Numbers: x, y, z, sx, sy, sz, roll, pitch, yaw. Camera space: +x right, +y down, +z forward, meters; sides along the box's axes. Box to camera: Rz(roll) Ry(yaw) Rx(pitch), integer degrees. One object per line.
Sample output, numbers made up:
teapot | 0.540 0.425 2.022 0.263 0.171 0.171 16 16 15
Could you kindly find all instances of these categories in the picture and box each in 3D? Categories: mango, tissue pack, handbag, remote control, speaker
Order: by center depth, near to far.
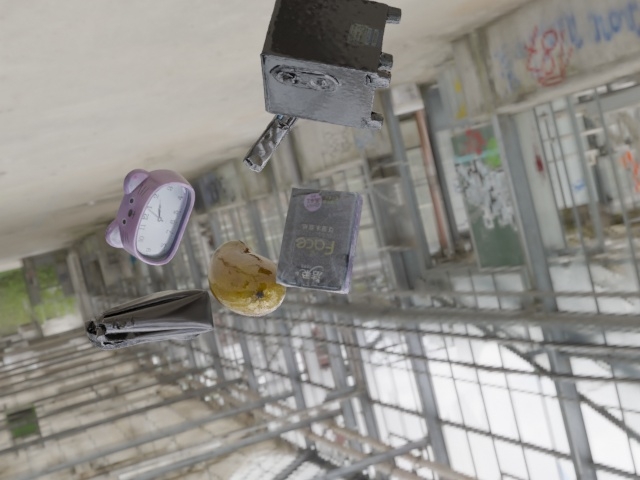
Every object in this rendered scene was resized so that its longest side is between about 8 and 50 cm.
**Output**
tissue pack | 0.000 0.000 1.332 0.112 0.156 0.051 6 172 19
mango | -0.145 0.068 1.631 0.136 0.099 0.227 -14 -149 -18
speaker | 0.021 -0.359 1.756 0.254 0.184 0.232 11 159 3
handbag | -0.390 0.179 1.941 0.257 0.113 0.285 -9 180 -24
remote control | -0.117 -0.268 2.181 0.212 0.059 0.028 -55 -160 6

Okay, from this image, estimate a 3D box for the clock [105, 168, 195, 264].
clock | -0.268 -0.038 1.370 0.110 0.153 0.050 12 -166 -42
